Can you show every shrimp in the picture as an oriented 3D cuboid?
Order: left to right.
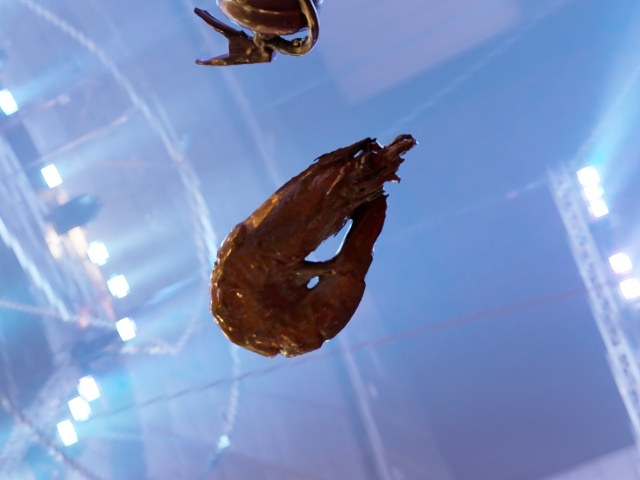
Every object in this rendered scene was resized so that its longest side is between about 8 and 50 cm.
[{"bbox_3d":[0.000,0.000,0.994,0.101,0.190,0.042,39,-165,-7],"label":"shrimp"}]

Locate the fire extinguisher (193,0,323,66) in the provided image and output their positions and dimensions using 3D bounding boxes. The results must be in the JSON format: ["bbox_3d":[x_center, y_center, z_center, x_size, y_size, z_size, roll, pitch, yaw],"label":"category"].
[{"bbox_3d":[-0.046,-0.289,1.243,0.105,0.141,0.341,-40,-33,-51],"label":"fire extinguisher"}]
